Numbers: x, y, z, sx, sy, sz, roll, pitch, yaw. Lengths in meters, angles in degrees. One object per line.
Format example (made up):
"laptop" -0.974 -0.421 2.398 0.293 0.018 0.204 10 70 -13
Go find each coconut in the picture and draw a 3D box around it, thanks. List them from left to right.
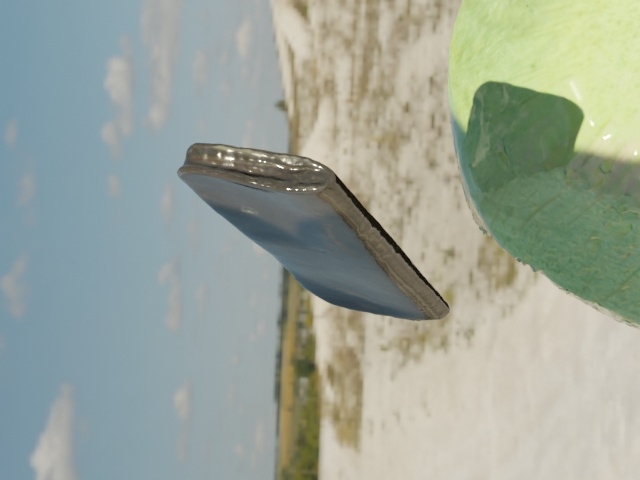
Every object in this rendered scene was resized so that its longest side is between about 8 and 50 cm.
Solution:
"coconut" 0.223 -0.081 0.698 0.328 0.328 0.281 107 161 -87

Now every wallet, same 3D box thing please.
"wallet" 0.000 0.000 0.538 0.156 0.082 0.018 44 -117 -56
